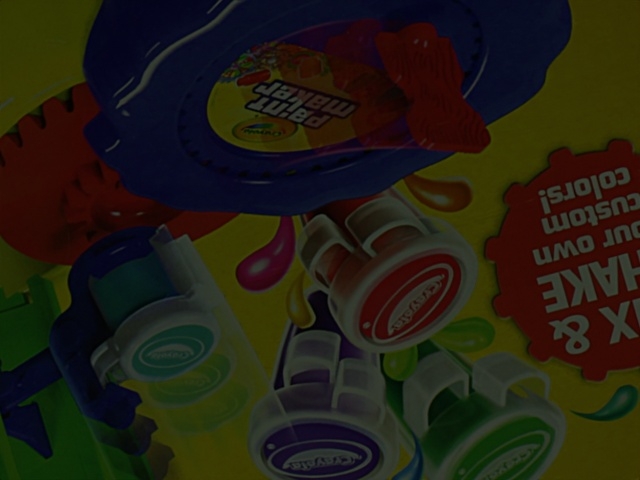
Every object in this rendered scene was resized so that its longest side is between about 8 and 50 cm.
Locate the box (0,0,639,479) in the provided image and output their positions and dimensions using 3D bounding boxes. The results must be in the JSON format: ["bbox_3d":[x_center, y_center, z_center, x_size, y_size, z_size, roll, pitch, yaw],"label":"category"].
[{"bbox_3d":[0.000,0.000,0.559,0.177,0.290,0.279,-39,112,-79],"label":"box"}]
